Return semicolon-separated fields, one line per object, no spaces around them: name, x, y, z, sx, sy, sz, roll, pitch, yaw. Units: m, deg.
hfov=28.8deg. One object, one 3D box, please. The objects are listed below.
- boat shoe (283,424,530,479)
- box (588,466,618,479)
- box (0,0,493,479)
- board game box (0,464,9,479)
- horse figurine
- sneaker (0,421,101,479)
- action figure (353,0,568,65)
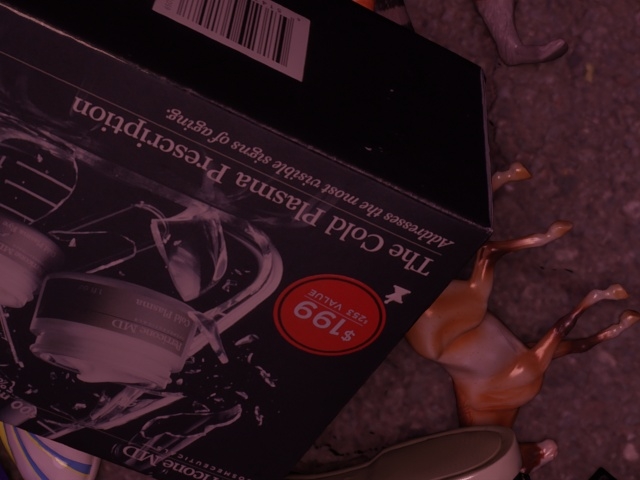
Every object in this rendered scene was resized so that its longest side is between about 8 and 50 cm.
boat shoe;0.003;0.235;0.932;0.340;0.127;0.113;-20;102;16
box;0.191;0.257;0.885;0.093;0.158;0.156;40;93;8
box;-0.116;-0.025;0.803;0.343;0.179;0.312;24;129;-15
board game box;-0.400;0.275;0.978;0.347;0.078;0.233;-41;62;4
horse figurine;0.127;0.057;0.911;0.174;0.066;0.263;-39;122;6
sneaker;-0.238;0.091;0.975;0.091;0.126;0.240;-14;85;8
action figure;-0.010;-0.240;0.940;0.341;0.178;0.330;-22;78;-18
